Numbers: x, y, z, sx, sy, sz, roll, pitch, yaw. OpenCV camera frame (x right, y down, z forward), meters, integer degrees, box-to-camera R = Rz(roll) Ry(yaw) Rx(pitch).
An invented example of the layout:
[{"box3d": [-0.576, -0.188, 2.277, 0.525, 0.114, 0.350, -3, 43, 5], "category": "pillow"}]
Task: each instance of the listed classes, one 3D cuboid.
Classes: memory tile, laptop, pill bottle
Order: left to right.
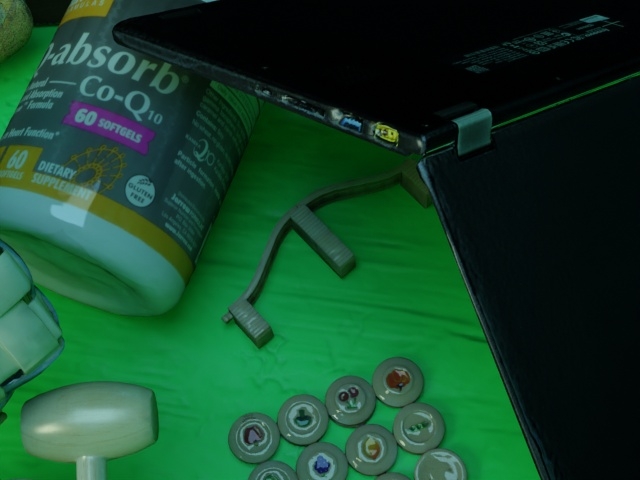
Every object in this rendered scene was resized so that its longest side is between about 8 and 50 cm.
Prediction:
[{"box3d": [-0.126, -0.098, 0.907, 0.162, 0.162, 0.279, 17, 69, 10], "category": "pill bottle"}, {"box3d": [0.018, 0.151, 0.877, 0.148, 0.012, 0.113, -20, 68, -6], "category": "memory tile"}, {"box3d": [0.138, -0.022, 0.836, 0.407, 0.236, 0.382, 25, 33, 38], "category": "laptop"}]

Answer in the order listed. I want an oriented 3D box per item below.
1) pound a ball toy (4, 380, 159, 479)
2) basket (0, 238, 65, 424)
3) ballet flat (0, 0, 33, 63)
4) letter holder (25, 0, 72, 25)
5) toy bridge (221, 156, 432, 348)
[{"box3d": [-0.169, 0.256, 0.737, 0.135, 0.208, 0.319, 4, 68, 4], "category": "pound a ball toy"}, {"box3d": [-0.297, 0.056, 0.727, 0.254, 0.201, 0.289, -41, 28, -22], "category": "basket"}, {"box3d": [-0.393, -0.144, 0.960, 0.348, 0.123, 0.123, 4, 68, 10], "category": "ballet flat"}, {"box3d": [-0.187, -0.299, 0.918, 0.214, 0.302, 0.152, 0, 67, 2], "category": "letter holder"}, {"box3d": [0.000, 0.000, 0.934, 0.188, 0.026, 0.063, -39, 69, -13], "category": "toy bridge"}]
